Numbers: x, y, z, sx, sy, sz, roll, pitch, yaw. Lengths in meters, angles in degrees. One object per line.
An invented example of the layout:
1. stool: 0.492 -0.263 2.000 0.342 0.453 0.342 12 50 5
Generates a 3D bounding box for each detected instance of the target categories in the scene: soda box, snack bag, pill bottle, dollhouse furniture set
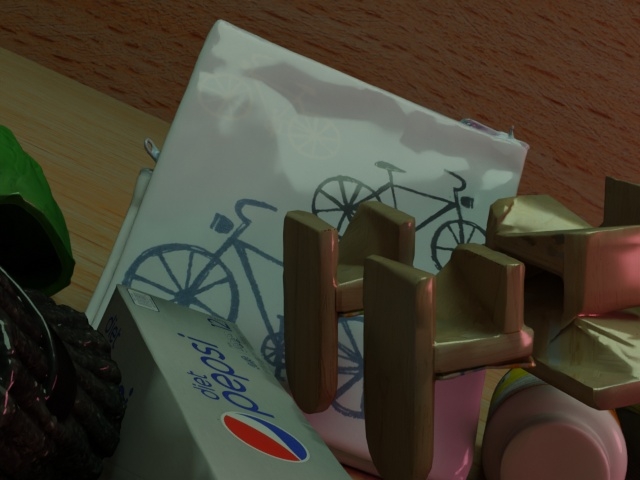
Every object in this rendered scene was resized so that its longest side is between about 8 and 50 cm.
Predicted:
1. soda box: -0.064 0.123 0.571 0.091 0.098 0.286 22 9 -25
2. snack bag: 0.000 0.000 0.881 0.323 0.343 0.037 21 -27 -10
3. pill bottle: 0.199 0.172 0.922 0.117 0.117 0.215 25 9 9
4. dollhouse furniture set: 0.213 0.121 0.714 0.362 0.257 0.394 -7 15 -23

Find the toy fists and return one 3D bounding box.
1. toy fists: -0.298 -0.072 0.856 0.279 0.096 0.142 57 3 -35

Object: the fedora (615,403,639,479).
1. fedora: 0.349 0.196 0.973 0.124 0.244 0.275 -9 38 -15

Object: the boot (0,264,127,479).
1. boot: -0.236 -0.019 0.470 0.348 0.131 0.260 51 -6 10
